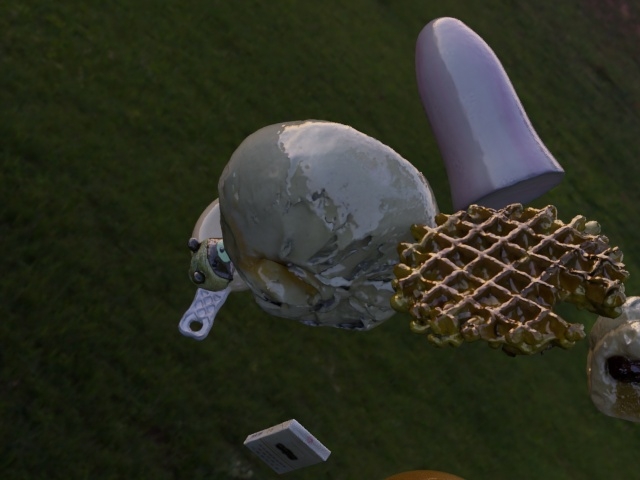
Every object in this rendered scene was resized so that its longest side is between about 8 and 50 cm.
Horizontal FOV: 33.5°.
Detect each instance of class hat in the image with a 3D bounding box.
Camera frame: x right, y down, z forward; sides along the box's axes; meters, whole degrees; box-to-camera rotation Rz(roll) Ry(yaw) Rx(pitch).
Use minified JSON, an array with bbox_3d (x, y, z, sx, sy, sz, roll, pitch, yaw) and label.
[{"bbox_3d":[-0.161,0.034,1.520,0.059,0.076,0.077,4,79,-28],"label":"hat"}]

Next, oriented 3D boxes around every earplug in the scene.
[{"bbox_3d":[0.224,-0.196,1.580,0.172,0.172,0.301,-6,69,-50],"label":"earplug"}]

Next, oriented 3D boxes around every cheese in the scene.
[{"bbox_3d":[-0.166,0.035,1.708,0.163,0.071,0.249,38,72,25],"label":"cheese"}]

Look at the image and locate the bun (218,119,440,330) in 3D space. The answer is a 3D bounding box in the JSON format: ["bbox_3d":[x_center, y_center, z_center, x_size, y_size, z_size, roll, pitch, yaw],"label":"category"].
[{"bbox_3d":[0.000,0.000,1.210,0.287,0.287,0.146,36,46,-13],"label":"bun"}]

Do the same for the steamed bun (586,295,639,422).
[{"bbox_3d":[0.467,0.160,1.568,0.140,0.155,0.172,2,47,14],"label":"steamed bun"}]

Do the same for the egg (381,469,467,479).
[{"bbox_3d":[0.153,0.485,1.572,0.282,0.351,0.283,1,70,-2],"label":"egg"}]

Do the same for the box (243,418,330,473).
[{"bbox_3d":[-0.060,0.360,1.846,0.090,0.167,0.024,43,54,-11],"label":"box"}]

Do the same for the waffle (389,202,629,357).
[{"bbox_3d":[0.185,0.035,1.058,0.231,0.051,0.229,-2,35,6],"label":"waffle"}]
